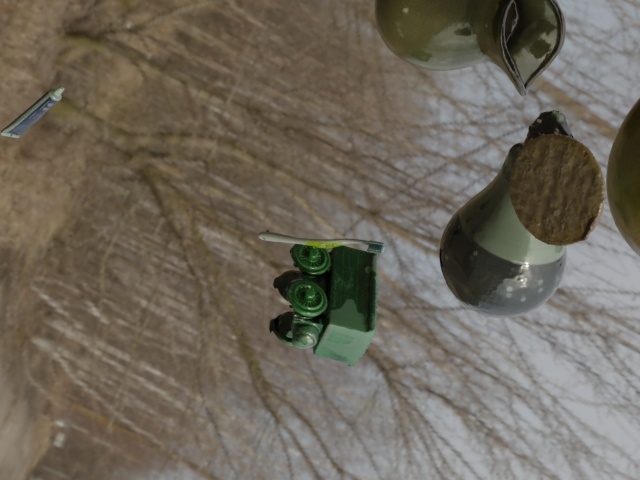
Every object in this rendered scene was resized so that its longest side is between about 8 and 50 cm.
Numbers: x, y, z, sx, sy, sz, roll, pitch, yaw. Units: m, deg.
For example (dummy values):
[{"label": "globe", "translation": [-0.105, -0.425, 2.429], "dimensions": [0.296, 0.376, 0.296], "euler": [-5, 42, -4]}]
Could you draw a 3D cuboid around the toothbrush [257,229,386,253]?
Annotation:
[{"label": "toothbrush", "translation": [0.000, 0.000, 1.869], "dimensions": [0.022, 0.263, 0.026], "euler": [67, 37, -50]}]

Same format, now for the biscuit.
[{"label": "biscuit", "translation": [0.239, -0.051, 0.997], "dimensions": [0.120, 0.015, 0.120], "euler": [18, -66, 48]}]

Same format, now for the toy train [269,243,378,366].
[{"label": "toy train", "translation": [0.008, 0.118, 2.017], "dimensions": [0.145, 0.202, 0.266], "euler": [116, -16, -45]}]

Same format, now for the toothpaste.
[{"label": "toothpaste", "translation": [-0.442, -0.199, 1.519], "dimensions": [0.140, 0.037, 0.021], "euler": [-33, -113, 29]}]

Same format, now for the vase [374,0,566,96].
[{"label": "vase", "translation": [0.253, -0.429, 1.695], "dimensions": [0.241, 0.302, 0.329], "euler": [-49, 147, -24]}]

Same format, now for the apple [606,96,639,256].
[{"label": "apple", "translation": [0.577, -0.106, 1.425], "dimensions": [0.319, 0.319, 0.277], "euler": [-76, 162, -50]}]

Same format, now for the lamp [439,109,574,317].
[{"label": "lamp", "translation": [0.278, -0.017, 1.352], "dimensions": [0.314, 0.182, 0.182], "euler": [114, -4, -53]}]
